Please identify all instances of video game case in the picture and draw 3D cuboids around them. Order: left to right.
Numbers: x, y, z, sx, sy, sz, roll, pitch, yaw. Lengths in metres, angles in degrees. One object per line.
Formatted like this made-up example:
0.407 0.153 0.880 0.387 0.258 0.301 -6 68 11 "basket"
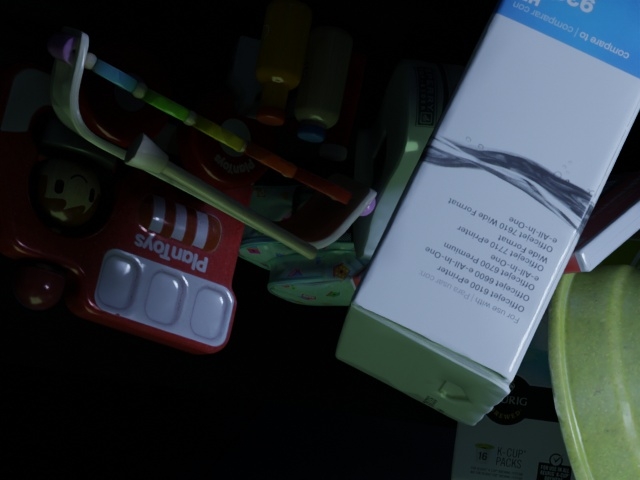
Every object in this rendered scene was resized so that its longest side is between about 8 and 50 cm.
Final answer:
0.193 -0.009 1.674 0.285 0.025 0.204 -8 -161 44 "video game case"

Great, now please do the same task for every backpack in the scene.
0.000 0.000 1.913 0.188 0.144 0.166 7 171 27 "backpack"

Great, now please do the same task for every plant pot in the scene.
0.374 0.125 1.542 0.254 0.276 0.276 -13 157 25 "plant pot"

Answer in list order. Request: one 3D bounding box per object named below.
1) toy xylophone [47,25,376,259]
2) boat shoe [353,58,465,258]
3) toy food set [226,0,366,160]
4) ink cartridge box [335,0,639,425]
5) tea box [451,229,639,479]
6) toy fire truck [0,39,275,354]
-0.095 -0.075 1.494 0.322 0.081 0.236 27 -179 -28 "toy xylophone"
0.122 -0.072 1.604 0.156 0.136 0.367 2 160 -8 "boat shoe"
-0.026 -0.122 1.518 0.111 0.104 0.232 14 166 -11 "toy food set"
0.135 -0.036 1.281 0.129 0.307 0.223 26 167 4 "ink cartridge box"
0.337 0.143 1.840 0.329 0.323 0.220 5 166 17 "tea box"
-0.195 -0.040 1.660 0.302 0.254 0.169 21 163 -35 "toy fire truck"
